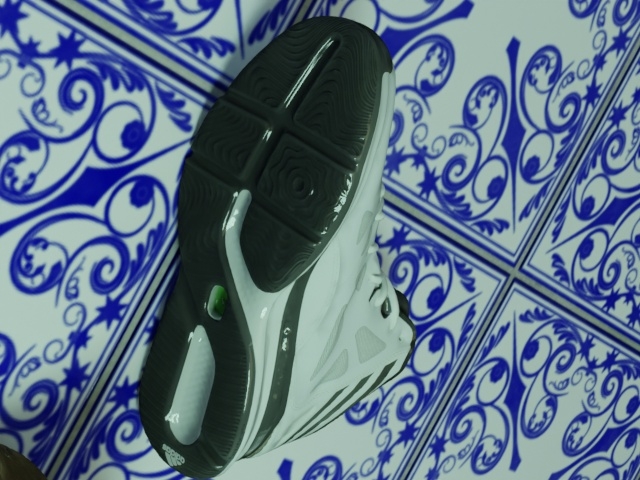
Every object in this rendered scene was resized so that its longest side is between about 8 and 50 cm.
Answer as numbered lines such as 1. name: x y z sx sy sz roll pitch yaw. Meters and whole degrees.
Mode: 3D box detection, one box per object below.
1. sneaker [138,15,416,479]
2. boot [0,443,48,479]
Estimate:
1. sneaker: -0.001 0.000 1.555 0.257 0.169 0.448 -9 126 -53
2. boot: -0.294 0.207 1.391 0.112 0.115 0.305 -17 133 10
